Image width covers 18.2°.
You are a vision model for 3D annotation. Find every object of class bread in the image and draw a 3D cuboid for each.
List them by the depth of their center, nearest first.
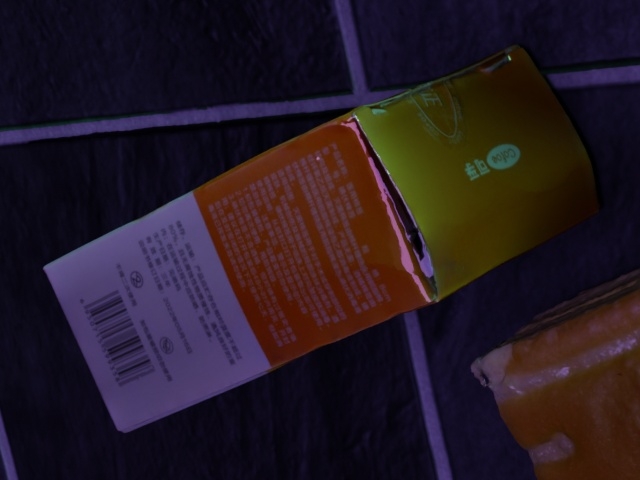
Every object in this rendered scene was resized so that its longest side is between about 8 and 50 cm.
[{"bbox_3d":[0.260,0.133,1.375,0.246,0.111,0.239,-26,90,41],"label":"bread"}]

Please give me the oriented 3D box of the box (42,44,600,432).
[{"bbox_3d":[0.000,0.000,1.445,0.341,0.225,0.143,-24,91,41],"label":"box"}]
